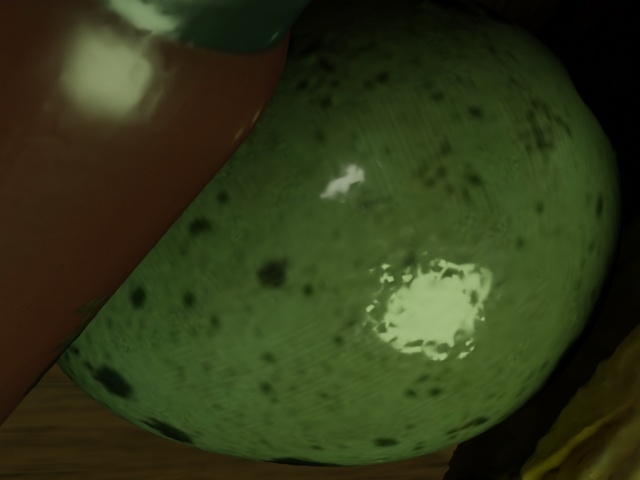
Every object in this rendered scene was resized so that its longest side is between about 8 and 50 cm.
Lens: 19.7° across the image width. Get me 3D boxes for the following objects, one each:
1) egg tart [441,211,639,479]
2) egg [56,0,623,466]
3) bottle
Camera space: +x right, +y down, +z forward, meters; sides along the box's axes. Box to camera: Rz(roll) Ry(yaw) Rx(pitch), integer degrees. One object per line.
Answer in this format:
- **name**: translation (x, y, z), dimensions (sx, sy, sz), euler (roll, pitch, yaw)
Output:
- **egg tart**: translation (0.177, 0.045, 0.759), dimensions (0.345, 0.132, 0.345), euler (-48, 177, -4)
- **egg**: translation (0.000, 0.000, 0.689), dimensions (0.228, 0.177, 0.177), euler (-20, 144, 10)
- **bottle**: translation (-0.108, -0.036, 0.578), dimensions (0.144, 0.144, 0.336), euler (14, 131, -42)
